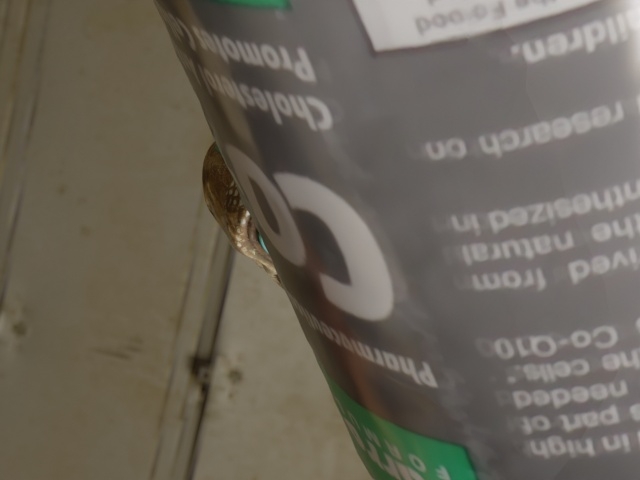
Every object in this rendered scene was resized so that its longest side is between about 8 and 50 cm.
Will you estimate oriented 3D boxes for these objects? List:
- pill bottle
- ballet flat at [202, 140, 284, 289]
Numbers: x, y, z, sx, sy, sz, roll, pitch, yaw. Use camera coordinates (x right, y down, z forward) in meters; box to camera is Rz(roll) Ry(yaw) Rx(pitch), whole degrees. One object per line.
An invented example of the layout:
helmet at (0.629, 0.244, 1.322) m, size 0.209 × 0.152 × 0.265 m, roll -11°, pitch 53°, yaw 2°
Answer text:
pill bottle at (0.082, -0.026, 0.456) m, size 0.204 × 0.204 × 0.361 m, roll -70°, pitch 145°, yaw -47°
ballet flat at (0.000, 0.000, 0.771) m, size 0.073 × 0.067 × 0.206 m, roll -41°, pitch 148°, yaw -4°
